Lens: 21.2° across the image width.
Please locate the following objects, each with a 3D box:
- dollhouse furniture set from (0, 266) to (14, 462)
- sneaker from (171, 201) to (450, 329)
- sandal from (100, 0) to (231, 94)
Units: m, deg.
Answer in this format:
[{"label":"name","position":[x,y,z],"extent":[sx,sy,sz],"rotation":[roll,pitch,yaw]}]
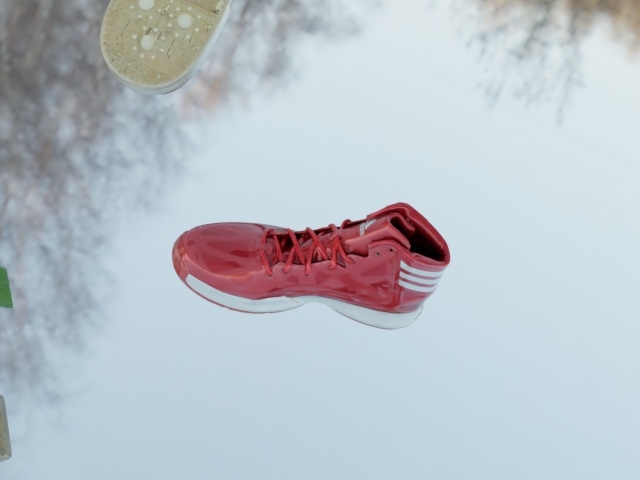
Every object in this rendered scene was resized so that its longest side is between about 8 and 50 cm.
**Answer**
[{"label":"dollhouse furniture set","position":[-0.418,0.118,1.471],"extent":[0.301,0.151,0.198],"rotation":[14,-122,-51]},{"label":"sneaker","position":[0.000,0.000,1.370],"extent":[0.221,0.128,0.087],"rotation":[7,-124,-19]},{"label":"sandal","position":[-0.057,-0.197,0.919],"extent":[0.088,0.240,0.079],"rotation":[19,172,0]}]
